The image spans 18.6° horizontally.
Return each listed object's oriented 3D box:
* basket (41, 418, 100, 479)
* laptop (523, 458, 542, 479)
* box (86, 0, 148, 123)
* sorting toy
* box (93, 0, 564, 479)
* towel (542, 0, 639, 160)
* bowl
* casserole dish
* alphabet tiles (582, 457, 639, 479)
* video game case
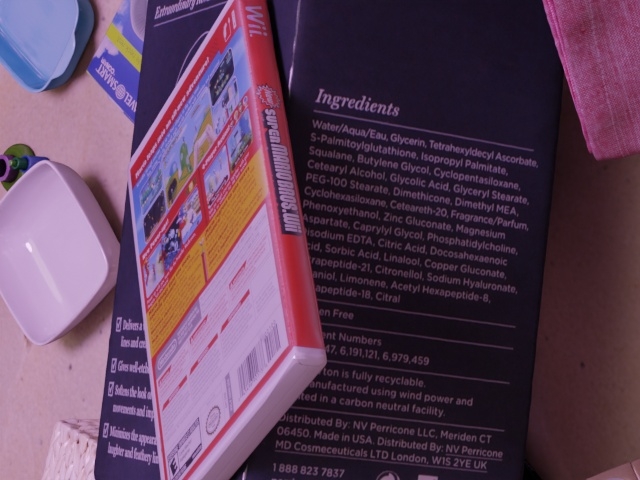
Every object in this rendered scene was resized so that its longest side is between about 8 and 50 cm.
[{"bbox_3d":[-0.180,0.242,1.710,0.103,0.113,0.167,25,105,46],"label":"basket"},{"bbox_3d":[0.052,0.246,1.466,0.264,0.136,0.234,52,120,31],"label":"laptop"},{"bbox_3d":[-0.142,-0.178,1.747,0.109,0.042,0.178,46,117,36],"label":"box"},{"bbox_3d":[-0.291,-0.057,1.883,0.102,0.042,0.061,52,121,33],"label":"sorting toy"},{"bbox_3d":[0.000,0.000,1.405,0.293,0.212,0.396,-2,81,65],"label":"box"},{"bbox_3d":[0.291,-0.150,1.120,0.329,0.237,0.037,-8,47,18],"label":"towel"},{"bbox_3d":[-0.242,0.010,1.814,0.142,0.053,0.142,-44,69,33],"label":"bowl"},{"bbox_3d":[-0.276,-0.219,1.884,0.188,0.037,0.114,46,118,37],"label":"casserole dish"},{"bbox_3d":[0.236,0.256,1.281,0.198,0.009,0.237,-21,65,-6],"label":"alphabet tiles"},{"bbox_3d":[-0.068,0.009,1.269,0.204,0.025,0.285,-53,38,46],"label":"video game case"}]
